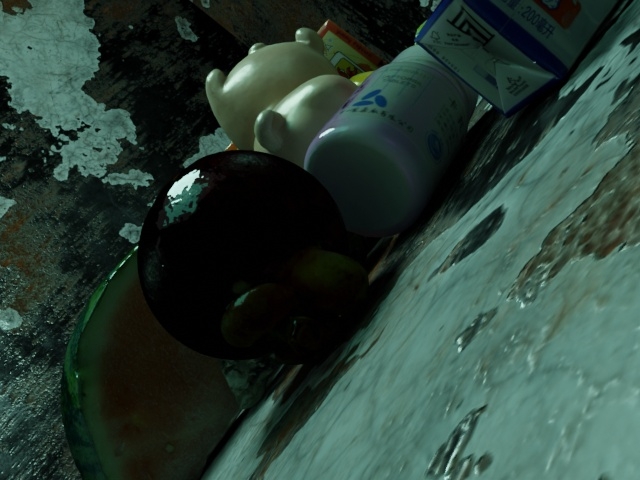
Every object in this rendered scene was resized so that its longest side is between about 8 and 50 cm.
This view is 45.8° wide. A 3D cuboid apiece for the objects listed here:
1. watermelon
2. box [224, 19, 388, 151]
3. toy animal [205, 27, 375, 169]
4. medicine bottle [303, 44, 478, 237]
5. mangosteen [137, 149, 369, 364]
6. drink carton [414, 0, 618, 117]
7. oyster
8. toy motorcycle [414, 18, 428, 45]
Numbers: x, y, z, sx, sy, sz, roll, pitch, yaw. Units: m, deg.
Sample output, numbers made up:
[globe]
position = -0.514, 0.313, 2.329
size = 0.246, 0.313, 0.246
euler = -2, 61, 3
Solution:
[watermelon]
position = -0.244, 0.204, 0.964
size = 0.319, 0.292, 0.222
euler = -41, 3, 22
[box]
position = 0.031, -0.179, 1.313
size = 0.283, 0.260, 0.214
euler = -52, -5, 6
[toy animal]
position = 0.006, -0.157, 1.078
size = 0.278, 0.345, 0.247
euler = -33, 2, 15
[medicine bottle]
position = 0.096, -0.130, 0.914
size = 0.152, 0.152, 0.254
euler = -49, 3, 47
[mangosteen]
position = -0.065, 0.032, 0.772
size = 0.228, 0.228, 0.265
euler = -51, 47, 10
[drink carton]
position = 0.240, -0.281, 0.733
size = 0.315, 0.131, 0.106
euler = -51, 4, -17
[oyster]
position = -0.027, 0.070, 0.946
size = 0.252, 0.087, 0.199
euler = -45, -11, -35
[toy motorcycle]
position = 0.233, -0.341, 1.339
size = 0.342, 0.142, 0.206
euler = -68, 0, -73
